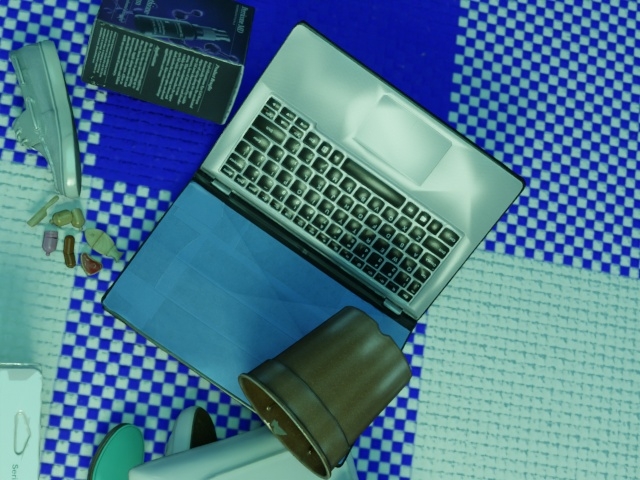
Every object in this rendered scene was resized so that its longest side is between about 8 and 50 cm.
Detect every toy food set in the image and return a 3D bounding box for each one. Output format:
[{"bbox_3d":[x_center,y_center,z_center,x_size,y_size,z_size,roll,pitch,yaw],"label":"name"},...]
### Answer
[{"bbox_3d":[-0.334,0.002,1.584,0.122,0.019,0.078,46,72,-9],"label":"toy food set"}]

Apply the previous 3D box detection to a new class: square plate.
[{"bbox_3d":[-0.045,0.404,1.478,0.347,0.049,0.344,-11,81,-41],"label":"square plate"}]

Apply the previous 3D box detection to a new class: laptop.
[{"bbox_3d":[0.000,0.000,1.546,0.382,0.236,0.408,35,110,-5],"label":"laptop"}]

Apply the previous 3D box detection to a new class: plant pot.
[{"bbox_3d":[0.014,0.179,1.451,0.165,0.167,0.167,-39,89,-17],"label":"plant pot"}]

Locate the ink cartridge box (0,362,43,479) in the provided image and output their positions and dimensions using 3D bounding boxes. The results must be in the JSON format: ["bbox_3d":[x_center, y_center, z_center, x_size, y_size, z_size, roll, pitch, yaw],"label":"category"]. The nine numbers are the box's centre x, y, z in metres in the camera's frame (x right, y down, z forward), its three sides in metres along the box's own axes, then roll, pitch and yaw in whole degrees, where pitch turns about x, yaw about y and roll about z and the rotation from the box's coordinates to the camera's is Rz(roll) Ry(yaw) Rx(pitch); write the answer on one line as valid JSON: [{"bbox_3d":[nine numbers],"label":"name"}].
[{"bbox_3d":[-0.386,0.236,1.411,0.092,0.219,0.160,2,77,-15],"label":"ink cartridge box"}]

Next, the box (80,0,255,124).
[{"bbox_3d":[-0.204,-0.268,1.597,0.207,0.108,0.153,15,41,-11],"label":"box"}]

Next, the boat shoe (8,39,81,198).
[{"bbox_3d":[-0.375,-0.159,1.584,0.081,0.079,0.227,-12,76,-7],"label":"boat shoe"}]

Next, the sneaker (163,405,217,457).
[{"bbox_3d":[-0.204,0.350,1.497,0.123,0.106,0.290,-7,59,20],"label":"sneaker"}]

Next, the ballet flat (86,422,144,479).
[{"bbox_3d":[-0.275,0.332,1.491,0.074,0.074,0.203,14,58,-11],"label":"ballet flat"}]
